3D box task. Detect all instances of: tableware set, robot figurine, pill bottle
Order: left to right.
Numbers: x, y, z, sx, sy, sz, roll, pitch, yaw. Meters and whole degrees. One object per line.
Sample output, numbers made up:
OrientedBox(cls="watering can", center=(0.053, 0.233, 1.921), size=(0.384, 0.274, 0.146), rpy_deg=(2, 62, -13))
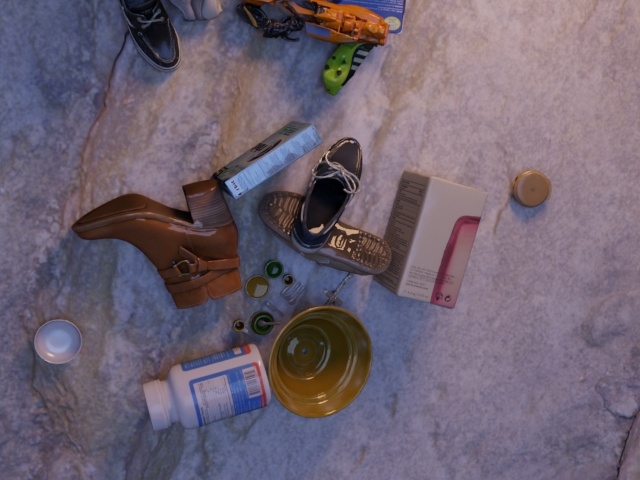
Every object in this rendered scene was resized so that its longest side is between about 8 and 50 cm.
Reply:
OrientedBox(cls="pill bottle", center=(-0.212, 0.278, 1.630), size=(0.221, 0.124, 0.124), rpy_deg=(-14, 103, -11))
OrientedBox(cls="tableware set", center=(-0.107, 0.118, 1.681), size=(0.104, 0.024, 0.154), rpy_deg=(42, 88, -17))
OrientedBox(cls="robot figurine", center=(-0.009, -0.450, 1.549), size=(0.291, 0.085, 0.211), rpy_deg=(13, 96, -2))

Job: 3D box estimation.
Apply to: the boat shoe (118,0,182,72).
OrientedBox(cls="boat shoe", center=(-0.306, -0.392, 1.514), size=(0.077, 0.070, 0.219), rpy_deg=(-30, 106, -8))

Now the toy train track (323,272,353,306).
OrientedBox(cls="toy train track", center=(0.037, 0.099, 1.722), size=(0.048, 0.014, 0.083), rpy_deg=(38, 88, -18))

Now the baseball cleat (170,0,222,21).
OrientedBox(cls="baseball cleat", center=(-0.230, -0.486, 1.519), size=(0.109, 0.072, 0.206), rpy_deg=(-9, 98, -7))

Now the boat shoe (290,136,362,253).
OrientedBox(cls="boat shoe", center=(0.019, -0.096, 1.602), size=(0.095, 0.079, 0.254), rpy_deg=(31, 62, -2))

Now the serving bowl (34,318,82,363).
OrientedBox(cls="serving bowl", center=(-0.476, 0.181, 1.591), size=(0.083, 0.027, 0.083), rpy_deg=(-3, 100, -14))

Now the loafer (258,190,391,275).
OrientedBox(cls="loafer", center=(0.000, 0.000, 1.654), size=(0.268, 0.092, 0.102), rpy_deg=(29, 62, -3))

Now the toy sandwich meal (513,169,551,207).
OrientedBox(cls="toy sandwich meal", center=(0.430, -0.107, 1.784), size=(0.085, 0.029, 0.086), rpy_deg=(-2, 102, -10))

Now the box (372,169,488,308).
OrientedBox(cls="box", center=(0.208, -0.005, 1.679), size=(0.126, 0.148, 0.232), rpy_deg=(14, 96, -17))

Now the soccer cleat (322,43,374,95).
OrientedBox(cls="soccer cleat", center=(0.058, -0.347, 1.629), size=(0.060, 0.072, 0.179), rpy_deg=(32, 69, 13))

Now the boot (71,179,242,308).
OrientedBox(cls="boot", center=(-0.287, 0.021, 1.588), size=(0.283, 0.109, 0.220), rpy_deg=(-14, 115, -8))

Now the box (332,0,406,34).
OrientedBox(cls="box", center=(0.096, -0.496, 1.605), size=(0.136, 0.036, 0.225), rpy_deg=(7, 96, -2))

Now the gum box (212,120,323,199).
OrientedBox(cls="gum box", center=(-0.097, -0.146, 1.568), size=(0.184, 0.157, 0.041), rpy_deg=(-34, 106, -8))

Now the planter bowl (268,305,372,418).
OrientedBox(cls="planter bowl", center=(-0.016, 0.223, 1.683), size=(0.217, 0.090, 0.217), rpy_deg=(-4, 100, -25))
